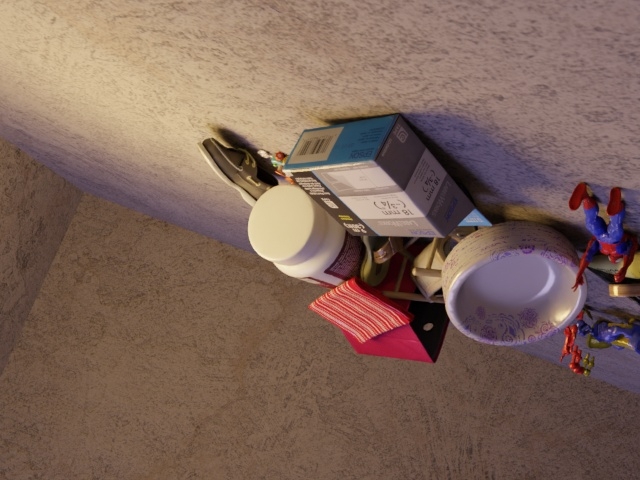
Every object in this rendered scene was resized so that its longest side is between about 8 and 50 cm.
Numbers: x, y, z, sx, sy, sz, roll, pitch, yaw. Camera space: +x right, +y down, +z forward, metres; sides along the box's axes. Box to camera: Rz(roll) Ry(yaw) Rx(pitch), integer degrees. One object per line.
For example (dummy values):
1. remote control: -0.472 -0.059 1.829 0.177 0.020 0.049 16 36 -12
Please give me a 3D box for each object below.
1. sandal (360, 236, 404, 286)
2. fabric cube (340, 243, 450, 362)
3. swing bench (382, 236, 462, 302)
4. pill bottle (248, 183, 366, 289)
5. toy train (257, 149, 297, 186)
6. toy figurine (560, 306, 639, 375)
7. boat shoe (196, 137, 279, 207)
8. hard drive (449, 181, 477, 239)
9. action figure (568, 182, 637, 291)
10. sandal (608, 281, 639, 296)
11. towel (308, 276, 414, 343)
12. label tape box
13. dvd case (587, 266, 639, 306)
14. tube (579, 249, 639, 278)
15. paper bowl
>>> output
1. sandal: 0.165 0.016 1.598 0.086 0.120 0.302 41 152 30
2. fabric cube: 0.214 0.180 1.893 0.258 0.254 0.259 0 140 34
3. swing bench: 0.324 0.089 1.609 0.255 0.165 0.253 22 157 -5
4. pill bottle: 0.000 0.000 1.671 0.224 0.224 0.392 15 174 32
5. toy train: -0.080 -0.163 1.574 0.125 0.046 0.166 11 167 43
6. toy figurine: 0.840 0.302 1.825 0.217 0.191 0.362 7 165 37
7. boat shoe: -0.199 -0.180 1.601 0.109 0.091 0.305 58 -173 28
8. hard drive: 0.248 -0.071 1.368 0.172 0.054 0.255 16 168 25
9. action figure: 0.490 0.017 1.131 0.091 0.139 0.280 15 171 36
10. sandal: 0.649 0.114 1.208 0.240 0.079 0.088 -2 179 -13
11. towel: 0.102 0.192 1.725 0.199 0.031 0.275 35 148 -11
12. label tape box: 0.129 -0.078 1.208 0.241 0.105 0.334 2 148 49
13. dvd case: 0.691 0.125 1.426 0.221 0.018 0.164 27 -166 -32
14. tube: 0.608 0.049 1.282 0.070 0.062 0.240 56 172 -3
15. paper bowl: 0.399 0.077 1.362 0.284 0.148 0.284 2 131 2
